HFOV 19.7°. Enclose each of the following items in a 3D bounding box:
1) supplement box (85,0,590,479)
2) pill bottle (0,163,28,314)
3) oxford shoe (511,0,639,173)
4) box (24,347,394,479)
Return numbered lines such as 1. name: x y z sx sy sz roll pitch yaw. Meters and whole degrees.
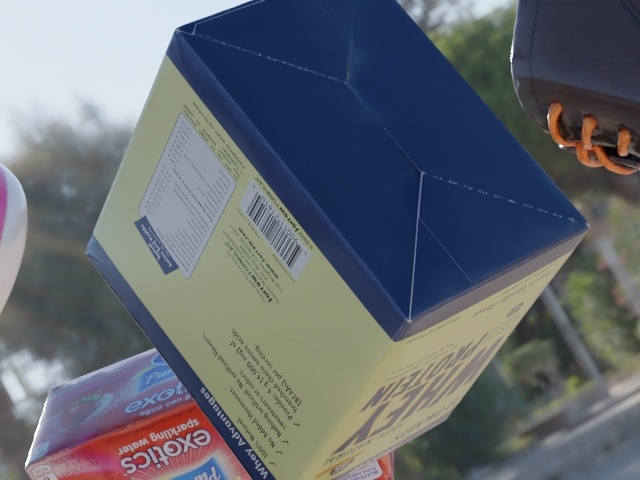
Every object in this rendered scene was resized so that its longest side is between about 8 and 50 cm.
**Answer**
1. supplement box: 0.000 0.000 0.416 0.056 0.083 0.083 -25 -22 -35
2. pill bottle: -0.296 -0.028 0.869 0.283 0.160 0.160 31 -49 -31
3. oxford shoe: 0.118 -0.037 0.532 0.098 0.271 0.097 -32 -44 7
4. box: -0.082 0.150 1.424 0.257 0.128 0.122 -22 22 12
